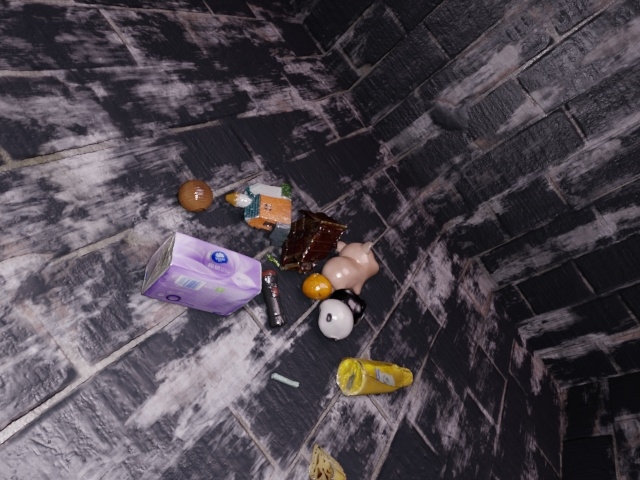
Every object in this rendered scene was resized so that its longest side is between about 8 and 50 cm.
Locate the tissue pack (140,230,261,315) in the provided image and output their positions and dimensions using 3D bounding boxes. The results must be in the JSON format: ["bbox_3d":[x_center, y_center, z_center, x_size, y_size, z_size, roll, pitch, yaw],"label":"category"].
[{"bbox_3d":[-0.400,0.125,1.432,0.339,0.242,0.160,23,47,-36],"label":"tissue pack"}]

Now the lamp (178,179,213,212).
[{"bbox_3d":[-0.494,-0.176,1.643,0.136,0.136,0.136,28,45,-32],"label":"lamp"}]

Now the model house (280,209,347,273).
[{"bbox_3d":[0.000,0.000,1.915,0.317,0.283,0.296,13,58,-49],"label":"model house"}]

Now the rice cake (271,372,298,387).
[{"bbox_3d":[-0.136,0.537,1.593,0.121,0.022,0.021,32,42,-27],"label":"rice cake"}]

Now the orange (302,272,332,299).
[{"bbox_3d":[-0.013,0.209,1.875,0.136,0.117,0.135,21,6,-2],"label":"orange"}]

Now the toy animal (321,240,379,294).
[{"bbox_3d":[0.142,0.135,2.062,0.327,0.237,0.268,3,89,-50],"label":"toy animal"}]

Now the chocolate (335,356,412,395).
[{"bbox_3d":[0.271,0.609,1.879,0.446,0.162,0.162,17,51,-42],"label":"chocolate"}]

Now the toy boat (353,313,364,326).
[{"bbox_3d":[0.175,0.367,2.028,0.140,0.059,0.066,-28,103,-55],"label":"toy boat"}]

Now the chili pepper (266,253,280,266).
[{"bbox_3d":[-0.211,0.087,1.850,0.083,0.022,0.027,45,37,-21],"label":"chili pepper"}]

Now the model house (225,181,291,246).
[{"bbox_3d":[-0.284,-0.138,1.847,0.301,0.190,0.271,14,56,-23],"label":"model house"}]

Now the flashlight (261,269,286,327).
[{"bbox_3d":[-0.195,0.240,1.700,0.093,0.093,0.231,5,60,-46],"label":"flashlight"}]

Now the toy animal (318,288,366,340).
[{"bbox_3d":[0.082,0.335,1.854,0.235,0.165,0.187,-39,115,-49],"label":"toy animal"}]

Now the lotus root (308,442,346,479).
[{"bbox_3d":[0.023,0.837,1.499,0.135,0.095,0.159,47,-3,-20],"label":"lotus root"}]
